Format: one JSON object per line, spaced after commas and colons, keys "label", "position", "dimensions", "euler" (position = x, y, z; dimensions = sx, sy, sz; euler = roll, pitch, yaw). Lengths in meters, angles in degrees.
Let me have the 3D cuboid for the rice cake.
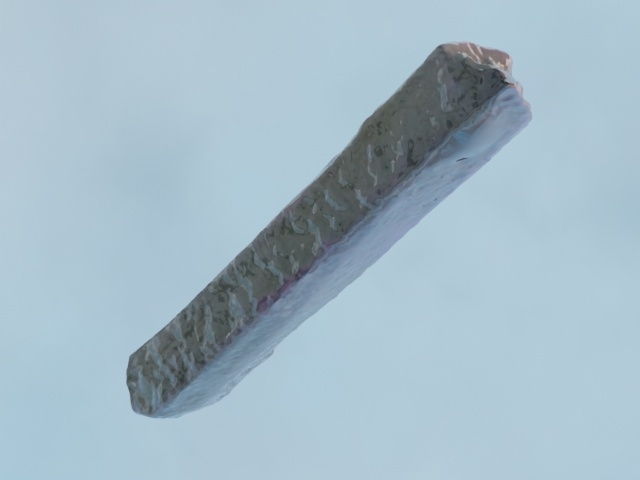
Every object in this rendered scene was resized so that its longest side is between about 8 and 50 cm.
{"label": "rice cake", "position": [-0.001, 0.000, 1.280], "dimensions": [0.070, 0.399, 0.064], "euler": [-1, -124, -47]}
